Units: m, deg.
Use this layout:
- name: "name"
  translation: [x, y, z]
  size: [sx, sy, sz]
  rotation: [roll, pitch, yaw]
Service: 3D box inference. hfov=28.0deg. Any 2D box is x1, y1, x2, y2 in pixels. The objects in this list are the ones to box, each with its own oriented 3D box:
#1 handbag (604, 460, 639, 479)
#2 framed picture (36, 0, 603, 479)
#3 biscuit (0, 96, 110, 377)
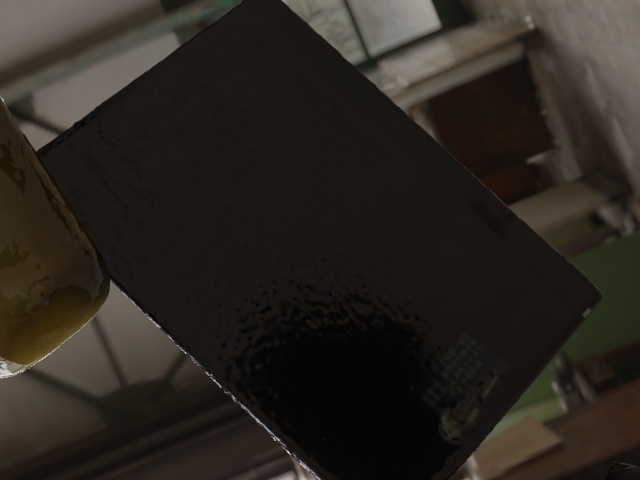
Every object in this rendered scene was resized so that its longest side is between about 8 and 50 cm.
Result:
- name: "handbag"
  translation: [0.336, 0.284, 1.061]
  size: [0.155, 0.215, 0.169]
  rotation: [-61, -26, -60]
- name: "framed picture"
  translation: [0.000, 0.000, 0.865]
  size: [0.339, 0.255, 0.014]
  rotation: [43, 149, 7]
- name: "biscuit"
  translation: [-0.257, -0.021, 0.614]
  size: [0.062, 0.237, 0.290]
  rotation: [9, 132, 60]
